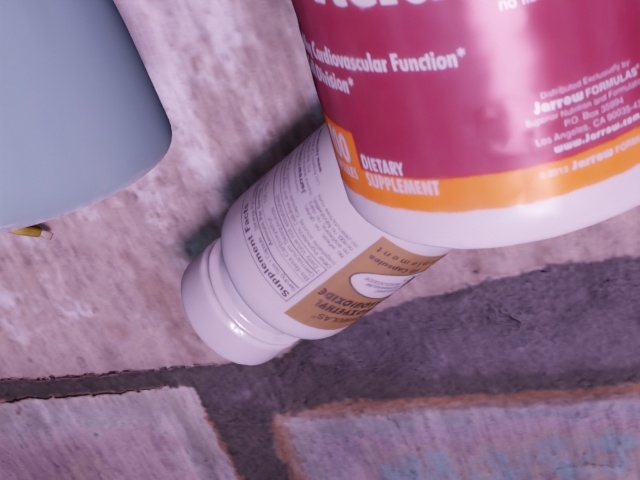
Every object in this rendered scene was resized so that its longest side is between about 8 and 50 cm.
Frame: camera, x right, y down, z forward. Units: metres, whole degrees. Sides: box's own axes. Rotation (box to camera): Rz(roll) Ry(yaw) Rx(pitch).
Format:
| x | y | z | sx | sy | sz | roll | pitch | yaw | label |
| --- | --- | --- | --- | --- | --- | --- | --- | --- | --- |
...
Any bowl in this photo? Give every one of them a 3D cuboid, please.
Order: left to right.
| x | y | z | sx | sy | sz | roll | pitch | yaw | label |
| --- | --- | --- | --- | --- | --- | --- | --- | --- | --- |
| -0.259 | -0.128 | 1.024 | 0.312 | 0.311 | 0.163 | 2 | 114 | 10 | bowl |

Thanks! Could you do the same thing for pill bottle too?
| x | y | z | sx | sy | sz | roll | pitch | yaw | label |
| --- | --- | --- | --- | --- | --- | --- | --- | --- | --- |
| 0.000 | 0.000 | 1.177 | 0.131 | 0.131 | 0.229 | 35 | 131 | -21 | pill bottle |
| 0.076 | -0.213 | 0.853 | 0.224 | 0.224 | 0.392 | -7 | 117 | 18 | pill bottle |

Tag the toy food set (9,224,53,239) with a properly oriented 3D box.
| x | y | z | sx | sy | sz | roll | pitch | yaw | label |
| --- | --- | --- | --- | --- | --- | --- | --- | --- | --- |
| -0.262 | -0.058 | 1.192 | 0.128 | 0.071 | 0.218 | 25 | 179 | 0 | toy food set |
